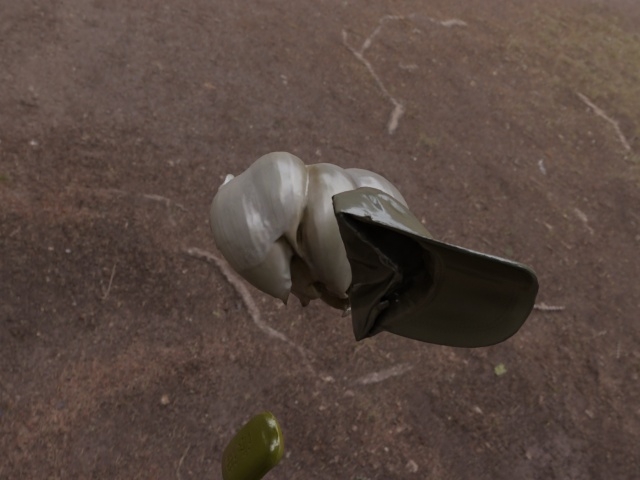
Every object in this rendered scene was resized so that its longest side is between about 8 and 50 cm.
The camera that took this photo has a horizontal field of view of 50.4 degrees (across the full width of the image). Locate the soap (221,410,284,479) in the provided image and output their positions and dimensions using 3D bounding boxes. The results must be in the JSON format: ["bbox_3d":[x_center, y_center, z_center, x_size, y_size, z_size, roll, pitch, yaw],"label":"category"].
[{"bbox_3d":[-0.102,0.312,0.989,0.045,0.140,0.089,23,30,-31],"label":"soap"}]

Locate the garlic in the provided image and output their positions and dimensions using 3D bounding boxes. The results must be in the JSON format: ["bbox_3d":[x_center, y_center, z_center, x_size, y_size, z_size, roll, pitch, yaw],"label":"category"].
[{"bbox_3d":[0.016,-0.005,0.865,0.281,0.184,0.203,25,47,-49],"label":"garlic"}]

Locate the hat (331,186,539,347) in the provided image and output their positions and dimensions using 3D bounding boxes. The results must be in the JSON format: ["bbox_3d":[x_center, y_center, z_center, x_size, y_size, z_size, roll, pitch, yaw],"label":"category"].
[{"bbox_3d":[0.100,0.013,0.627,0.173,0.166,0.144,-4,45,4],"label":"hat"}]
